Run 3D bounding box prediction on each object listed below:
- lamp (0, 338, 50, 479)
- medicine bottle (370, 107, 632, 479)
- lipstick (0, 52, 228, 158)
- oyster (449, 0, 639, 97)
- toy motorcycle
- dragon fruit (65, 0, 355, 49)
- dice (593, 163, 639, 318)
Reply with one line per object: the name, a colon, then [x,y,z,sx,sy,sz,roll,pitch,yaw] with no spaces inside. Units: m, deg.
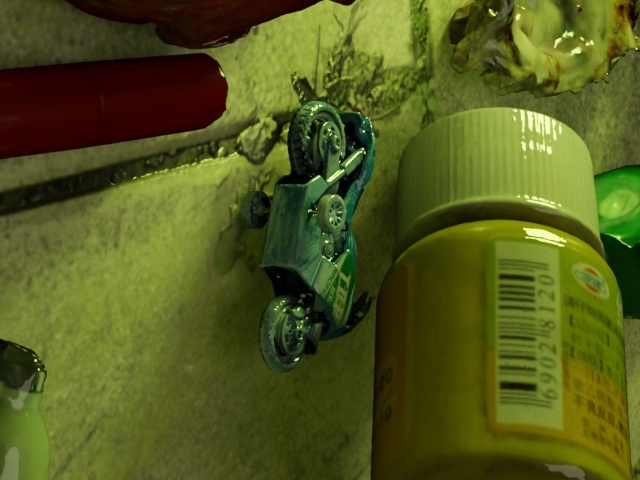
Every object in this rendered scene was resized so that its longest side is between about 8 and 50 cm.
lamp: [-0.261,0.198,1.384,0.101,0.101,0.250,15,94,-47]
medicine bottle: [0.158,0.086,1.629,0.224,0.224,0.384,41,40,-42]
lipstick: [-0.195,-0.104,1.420,0.279,0.073,0.073,-11,105,-44]
oyster: [0.240,-0.234,1.835,0.361,0.096,0.221,-45,132,-31]
toy motorcycle: [0.000,0.000,1.631,0.135,0.092,0.255,28,68,-54]
dragon fruit: [0.003,-0.219,1.430,0.286,0.329,0.228,-58,139,-23]
dice: [0.332,0.002,1.944,0.128,0.131,0.120,-43,126,-34]
